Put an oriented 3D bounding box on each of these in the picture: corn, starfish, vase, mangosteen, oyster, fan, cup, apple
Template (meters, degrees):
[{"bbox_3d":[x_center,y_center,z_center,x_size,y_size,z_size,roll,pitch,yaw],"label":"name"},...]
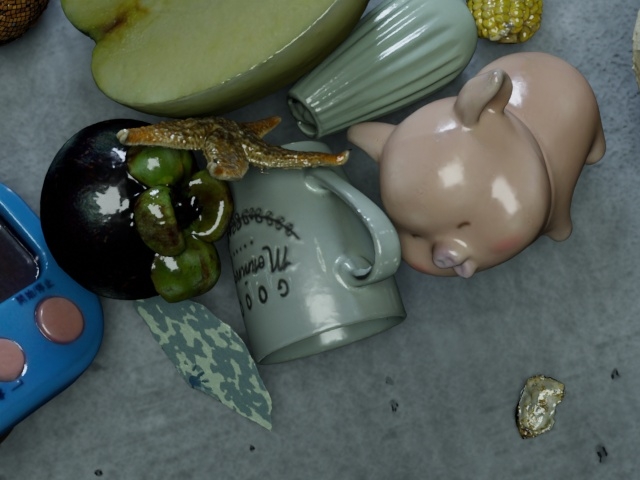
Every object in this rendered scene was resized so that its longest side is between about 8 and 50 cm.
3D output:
[{"bbox_3d":[0.215,-0.383,1.684,0.101,0.101,0.292,-8,83,1],"label":"corn"},{"bbox_3d":[-0.099,-0.099,1.505,0.138,0.247,0.050,30,120,38],"label":"starfish"},{"bbox_3d":[0.069,-0.208,1.633,0.248,0.128,0.128,-34,86,-22],"label":"vase"},{"bbox_3d":[-0.214,-0.033,1.599,0.243,0.243,0.243,0,87,1],"label":"mangosteen"},{"bbox_3d":[0.267,0.207,1.685,0.054,0.019,0.083,22,85,1],"label":"oyster"},{"bbox_3d":[-0.138,0.138,1.660,0.240,0.131,0.009,41,44,16],"label":"fan"},{"bbox_3d":[0.000,0.000,1.593,0.186,0.258,0.234,-10,79,-35],"label":"cup"},{"bbox_3d":[-0.122,-0.312,1.581,0.360,0.320,0.312,-38,100,5],"label":"apple"}]

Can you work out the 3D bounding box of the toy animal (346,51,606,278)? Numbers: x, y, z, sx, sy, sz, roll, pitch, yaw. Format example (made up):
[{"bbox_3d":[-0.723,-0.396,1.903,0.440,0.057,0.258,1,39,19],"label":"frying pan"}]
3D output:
[{"bbox_3d":[0.200,-0.095,1.570,0.269,0.237,0.326,40,55,-27],"label":"toy animal"}]

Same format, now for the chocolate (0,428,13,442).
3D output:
[{"bbox_3d":[-0.507,0.139,1.664,0.321,0.112,0.112,44,80,4],"label":"chocolate"}]

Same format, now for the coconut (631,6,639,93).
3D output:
[{"bbox_3d":[0.521,-0.221,1.550,0.346,0.360,0.346,-4,96,-38],"label":"coconut"}]

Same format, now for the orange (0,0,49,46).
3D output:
[{"bbox_3d":[-0.434,-0.347,1.659,0.234,0.182,0.234,-1,73,2],"label":"orange"}]

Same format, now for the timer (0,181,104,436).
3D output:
[{"bbox_3d":[-0.437,0.086,1.584,0.309,0.115,0.340,49,46,3],"label":"timer"}]
